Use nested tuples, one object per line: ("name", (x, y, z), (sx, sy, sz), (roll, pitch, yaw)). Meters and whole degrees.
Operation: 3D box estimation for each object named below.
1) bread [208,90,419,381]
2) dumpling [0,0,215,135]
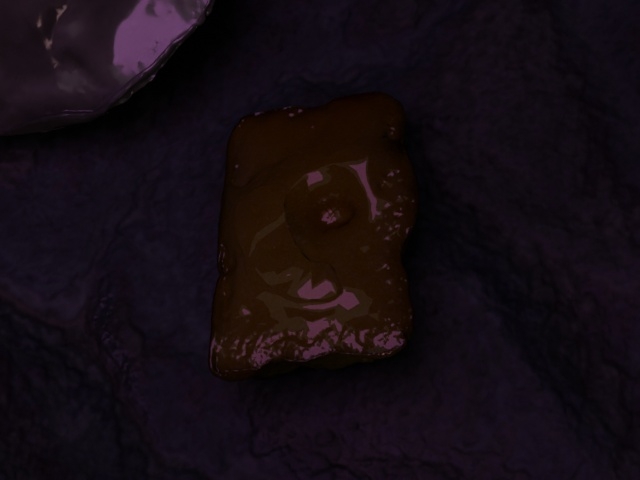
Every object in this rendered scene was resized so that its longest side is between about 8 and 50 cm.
("bread", (0.000, 0.000, 1.277), (0.160, 0.088, 0.233), (-3, 66, 12))
("dumpling", (-0.246, -0.218, 1.399), (0.341, 0.181, 0.260), (-4, 76, -6))
